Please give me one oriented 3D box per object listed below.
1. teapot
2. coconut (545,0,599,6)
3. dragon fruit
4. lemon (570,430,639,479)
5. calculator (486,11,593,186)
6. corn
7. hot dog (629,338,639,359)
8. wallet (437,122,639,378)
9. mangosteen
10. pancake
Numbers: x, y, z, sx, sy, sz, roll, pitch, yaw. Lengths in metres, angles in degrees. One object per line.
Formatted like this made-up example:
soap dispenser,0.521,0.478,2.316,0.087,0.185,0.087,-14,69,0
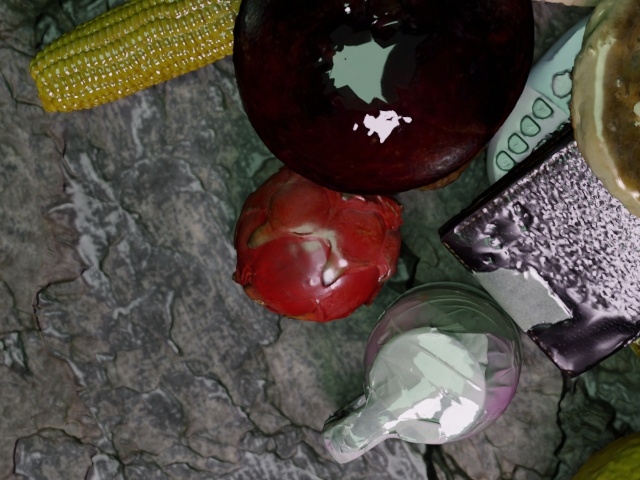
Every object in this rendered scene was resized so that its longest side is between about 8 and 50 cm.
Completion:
teapot,0.092,0.137,1.542,0.221,0.178,0.163,-9,95,14
coconut,0.250,-0.313,1.469,0.147,0.147,0.153,5,107,11
dragon fruit,0.000,0.000,1.552,0.209,0.172,0.172,-43,87,14
lemon,0.339,0.335,1.474,0.268,0.268,0.322,19,97,9
calculator,0.300,-0.131,1.534,0.185,0.041,0.299,43,105,3
corn,-0.169,-0.217,1.589,0.305,0.106,0.106,-24,92,13
hot dog,0.354,0.128,1.560,0.030,0.034,0.090,-38,88,13
wallet,0.282,-0.004,1.512,0.262,0.071,0.221,-38,104,24
mangosteen,0.059,-0.186,1.441,0.297,0.293,0.297,0,87,-2
pancake,0.407,-0.162,1.430,0.356,0.065,0.356,0,91,-19
